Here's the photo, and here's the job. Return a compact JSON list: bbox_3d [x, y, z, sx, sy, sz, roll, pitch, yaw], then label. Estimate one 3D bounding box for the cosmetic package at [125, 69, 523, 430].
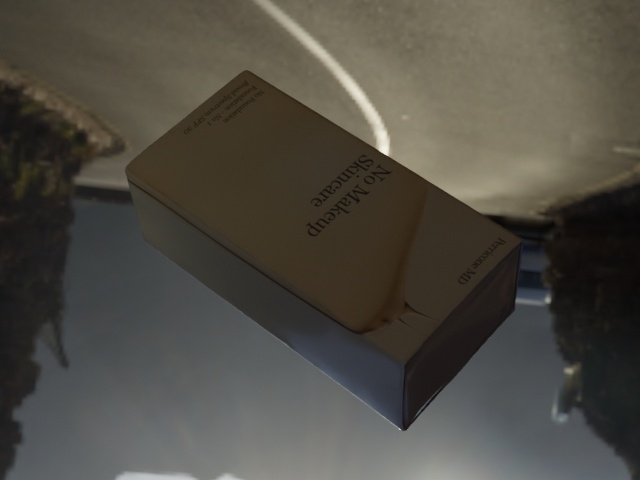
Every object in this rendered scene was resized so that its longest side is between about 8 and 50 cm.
[{"bbox_3d":[0.000,0.000,1.016,0.309,0.160,0.113,32,151,26],"label":"cosmetic package"}]
